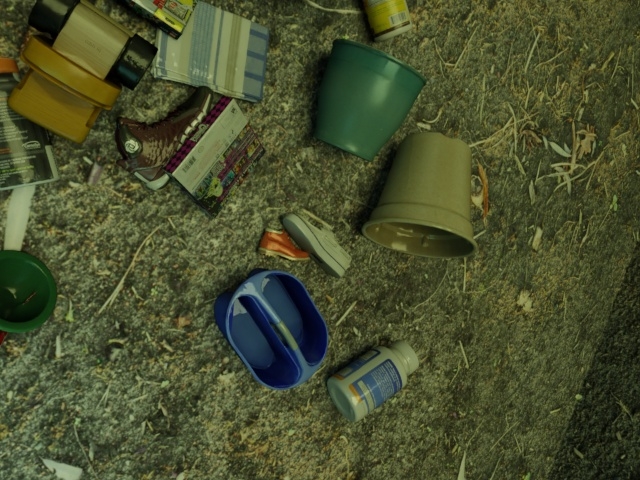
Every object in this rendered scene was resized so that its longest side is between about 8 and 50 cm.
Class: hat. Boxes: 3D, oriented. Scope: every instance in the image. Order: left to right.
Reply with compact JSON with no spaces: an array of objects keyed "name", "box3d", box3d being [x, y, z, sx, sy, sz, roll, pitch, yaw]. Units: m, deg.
[{"name":"hat","box3d":[-0.695,0.145,1.032,0.173,0.184,0.208,44,32,-34]}]

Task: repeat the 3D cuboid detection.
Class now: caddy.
[{"name":"caddy","box3d":[-0.123,0.231,1.294,0.241,0.179,0.341,-39,114,-22]}]

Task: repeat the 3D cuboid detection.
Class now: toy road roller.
[{"name":"toy road roller","box3d":[-0.474,-0.336,0.951,0.203,0.329,0.240,31,98,-29]}]

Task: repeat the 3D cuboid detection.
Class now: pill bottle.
[{"name":"pill bottle","box3d":[-0.617,-0.229,0.968,0.131,0.130,0.245,-17,105,-28]},{"name":"pill bottle","box3d":[0.169,0.422,1.508,0.272,0.152,0.152,-27,109,-25]},{"name":"pill bottle","box3d":[0.180,-0.691,1.394,0.117,0.117,0.214,-30,110,-25]}]

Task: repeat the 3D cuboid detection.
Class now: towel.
[{"name":"towel","box3d":[-0.265,-0.470,1.206,0.285,0.034,0.209,6,91,-33]}]

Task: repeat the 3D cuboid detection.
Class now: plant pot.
[{"name":"plant pot","box3d":[0.109,-0.363,1.326,0.272,0.272,0.255,17,103,-31]},{"name":"plant pot","box3d":[0.316,-0.139,1.457,0.334,0.334,0.305,22,73,-31]}]

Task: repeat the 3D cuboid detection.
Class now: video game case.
[{"name":"video game case","box3d":[-0.247,-0.196,1.185,0.232,0.042,0.210,-56,152,-13]}]

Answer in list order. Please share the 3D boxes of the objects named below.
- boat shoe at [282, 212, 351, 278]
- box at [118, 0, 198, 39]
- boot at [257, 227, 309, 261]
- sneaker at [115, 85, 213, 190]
[{"name":"boat shoe","box3d":[0.000,0.000,1.389,0.267,0.096,0.088,46,69,-28]},{"name":"box","box3d":[-0.384,-0.582,1.073,0.233,0.044,0.159,28,74,-31]},{"name":"boot","box3d":[-0.093,0.014,1.357,0.158,0.059,0.084,16,83,-30]},{"name":"sneaker","box3d":[-0.374,-0.269,1.126,0.163,0.106,0.281,31,81,-27]}]
